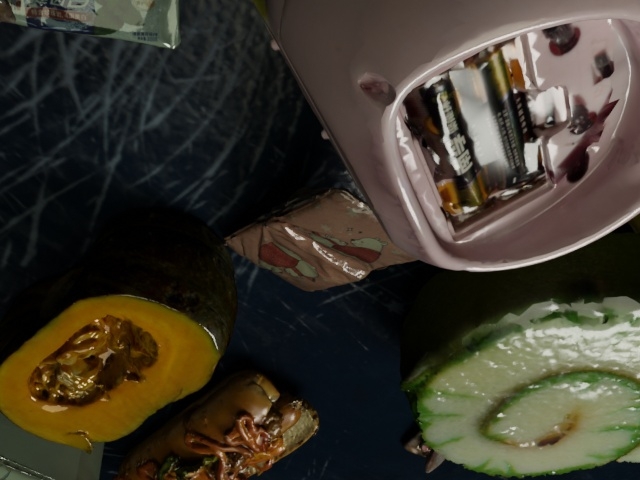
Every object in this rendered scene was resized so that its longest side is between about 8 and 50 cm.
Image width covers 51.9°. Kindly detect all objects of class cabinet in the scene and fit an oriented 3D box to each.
[{"bbox_3d":[-0.415,0.271,0.862,0.145,0.150,0.206,-31,128,19],"label":"cabinet"}]

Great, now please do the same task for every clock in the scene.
[{"bbox_3d":[0.168,-0.156,0.469,0.377,0.250,0.368,-28,138,6],"label":"clock"}]

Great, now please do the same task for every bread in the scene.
[{"bbox_3d":[0.288,0.149,0.776,0.382,0.129,0.366,22,131,-15],"label":"bread"}]

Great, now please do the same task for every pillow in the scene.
[{"bbox_3d":[0.000,0.000,0.681,0.135,0.049,0.248,27,154,-25],"label":"pillow"}]

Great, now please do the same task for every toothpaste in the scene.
[{"bbox_3d":[-0.234,-0.198,0.544,0.234,0.038,0.060,2,126,-11],"label":"toothpaste"}]

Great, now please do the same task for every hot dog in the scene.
[{"bbox_3d":[-0.160,0.314,0.954,0.349,0.117,0.158,-37,125,24],"label":"hot dog"}]

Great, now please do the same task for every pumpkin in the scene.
[{"bbox_3d":[-0.223,0.117,0.763,0.317,0.139,0.222,-36,123,20],"label":"pumpkin"}]

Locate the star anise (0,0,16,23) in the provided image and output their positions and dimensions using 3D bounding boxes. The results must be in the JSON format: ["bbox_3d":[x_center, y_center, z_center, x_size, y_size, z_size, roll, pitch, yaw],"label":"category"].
[{"bbox_3d":[-0.293,-0.246,0.457,0.212,0.073,0.197,40,97,-26],"label":"star anise"}]

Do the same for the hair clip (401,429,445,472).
[{"bbox_3d":[0.208,0.255,0.978,0.173,0.069,0.300,13,128,-15],"label":"hair clip"}]

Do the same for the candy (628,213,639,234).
[{"bbox_3d":[0.492,-0.072,0.712,0.146,0.088,0.276,27,123,-26],"label":"candy"}]
